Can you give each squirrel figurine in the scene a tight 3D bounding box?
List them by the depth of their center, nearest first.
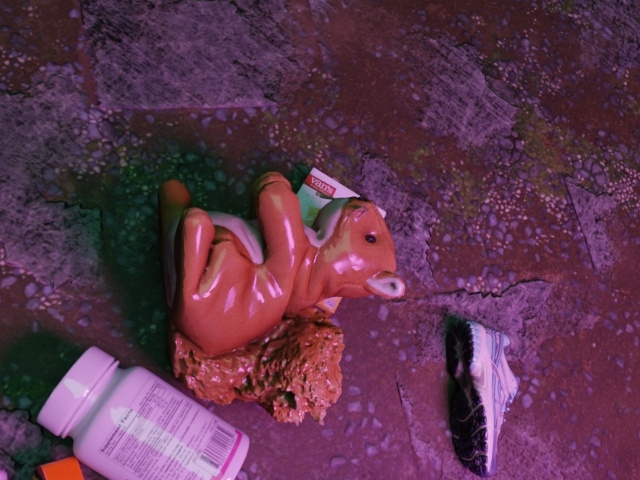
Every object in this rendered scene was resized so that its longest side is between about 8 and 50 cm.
[{"bbox_3d":[-0.059,0.087,1.077,0.371,0.281,0.396,-2,97,-21],"label":"squirrel figurine"}]

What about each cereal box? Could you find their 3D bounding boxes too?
[{"bbox_3d":[0.000,0.000,1.249,0.173,0.047,0.240,31,65,-5],"label":"cereal box"}]

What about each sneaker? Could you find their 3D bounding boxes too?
[{"bbox_3d":[0.318,0.291,1.223,0.122,0.110,0.283,9,69,-19],"label":"sneaker"}]

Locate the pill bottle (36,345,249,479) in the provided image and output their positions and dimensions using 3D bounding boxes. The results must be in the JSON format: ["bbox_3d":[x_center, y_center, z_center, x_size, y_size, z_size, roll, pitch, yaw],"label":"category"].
[{"bbox_3d":[-0.264,0.291,0.993,0.283,0.160,0.160,35,64,-4],"label":"pill bottle"}]

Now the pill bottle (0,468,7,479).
[{"bbox_3d":[-0.525,0.469,0.815,0.204,0.204,0.361,7,68,-16],"label":"pill bottle"}]

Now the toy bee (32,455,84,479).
[{"bbox_3d":[-0.348,0.468,0.917,0.195,0.162,0.298,14,35,-30],"label":"toy bee"}]
